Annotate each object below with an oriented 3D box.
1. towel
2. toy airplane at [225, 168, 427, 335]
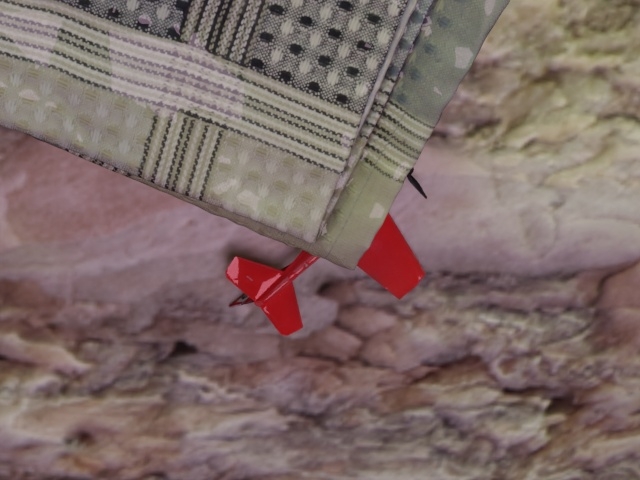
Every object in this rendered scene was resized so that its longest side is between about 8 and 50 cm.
[{"bbox_3d":[-0.058,-0.158,0.826,0.324,0.056,0.312,21,114,-10],"label":"towel"},{"bbox_3d":[0.000,0.000,0.979,0.151,0.028,0.151,-5,116,-11],"label":"toy airplane"}]
